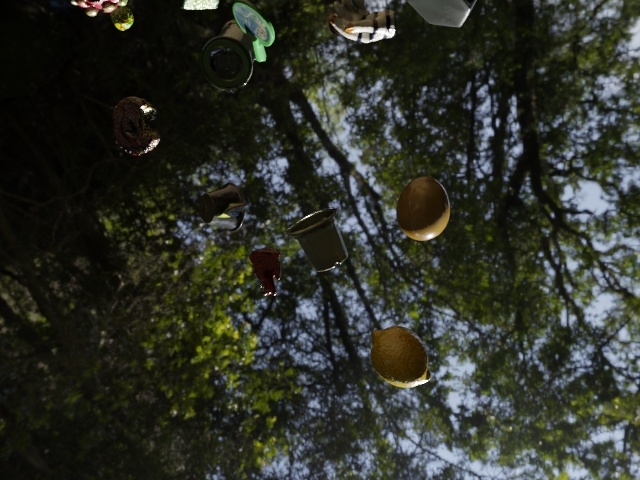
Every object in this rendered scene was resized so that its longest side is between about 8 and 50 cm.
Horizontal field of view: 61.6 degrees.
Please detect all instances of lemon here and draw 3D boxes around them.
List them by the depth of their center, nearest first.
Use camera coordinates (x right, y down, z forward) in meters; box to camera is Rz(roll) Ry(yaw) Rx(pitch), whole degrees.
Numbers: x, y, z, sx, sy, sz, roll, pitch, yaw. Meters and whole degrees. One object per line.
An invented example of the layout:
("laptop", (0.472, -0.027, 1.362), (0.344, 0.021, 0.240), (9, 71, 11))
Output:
("lemon", (0.264, 0.386, 1.789), (0.244, 0.187, 0.187), (43, -134, 11))

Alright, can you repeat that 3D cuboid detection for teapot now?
("teapot", (-0.347, -0.731, 2.159), (0.200, 0.271, 0.337), (9, -144, -2))

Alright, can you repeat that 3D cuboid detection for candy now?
("candy", (-0.768, -0.860, 1.902), (0.077, 0.262, 0.073), (-44, -173, -3))

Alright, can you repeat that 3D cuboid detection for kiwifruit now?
("kiwifruit", (0.066, -0.800, 1.987), (0.075, 0.075, 0.125), (-10, -142, 2))

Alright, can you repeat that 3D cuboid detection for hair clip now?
("hair clip", (-0.334, -0.103, 1.967), (0.060, 0.033, 0.188), (3, 167, -32))

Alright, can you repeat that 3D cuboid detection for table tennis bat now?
("table tennis bat", (-0.208, -0.662, 1.715), (0.160, 0.257, 0.039), (35, -103, 12))

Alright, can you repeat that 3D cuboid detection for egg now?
("egg", (0.481, -0.151, 2.524), (0.249, 0.323, 0.250), (-4, -142, 3))

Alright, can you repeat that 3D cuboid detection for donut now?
("donut", (-0.742, -0.461, 2.177), (0.216, 0.230, 0.096), (-18, -175, 31))

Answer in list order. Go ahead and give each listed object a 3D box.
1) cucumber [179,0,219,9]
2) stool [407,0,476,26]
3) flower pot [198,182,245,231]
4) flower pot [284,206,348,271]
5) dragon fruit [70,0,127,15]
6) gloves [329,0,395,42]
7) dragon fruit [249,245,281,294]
("cucumber", (-0.337, -0.704, 1.494), (0.116, 0.115, 0.062), (-19, -121, -36))
("stool", (0.396, -0.798, 1.699), (0.232, 0.232, 0.141), (21, -99, 49))
("flower pot", (-0.476, -0.154, 2.526), (0.148, 0.236, 0.235), (-8, -163, -43))
("flower pot", (0.000, 0.000, 2.675), (0.290, 0.259, 0.290), (-24, -164, 7))
("dragon fruit", (-0.560, -0.694, 1.308), (0.218, 0.273, 0.198), (-21, -172, -17))
("gloves", (0.138, -0.724, 1.785), (0.218, 0.140, 0.131), (-1, 164, 3))
("dragon fruit", (-0.194, 0.119, 2.101), (0.122, 0.193, 0.092), (-11, -174, 10))
